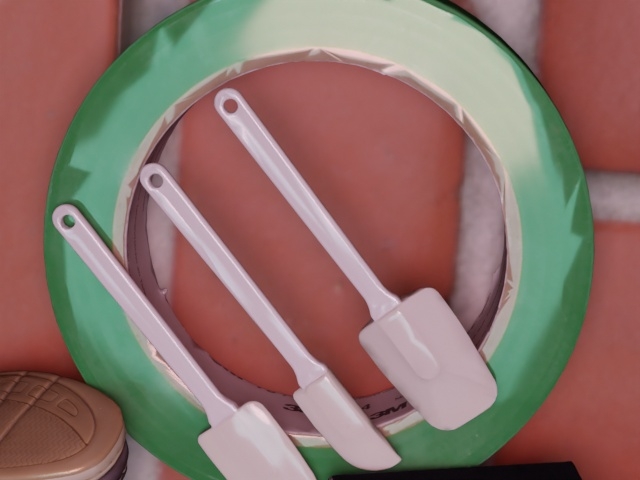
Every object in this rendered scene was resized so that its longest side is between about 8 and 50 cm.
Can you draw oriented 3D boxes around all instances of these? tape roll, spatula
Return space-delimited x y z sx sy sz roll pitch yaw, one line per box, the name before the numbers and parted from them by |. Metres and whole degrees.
tape roll | 0.000 0.000 1.019 0.321 0.077 0.321 1 101 3
spatula | -0.029 0.040 0.983 0.168 0.019 0.242 -35 97 16

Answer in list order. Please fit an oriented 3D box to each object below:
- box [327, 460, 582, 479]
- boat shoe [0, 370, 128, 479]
box | 0.080 0.244 1.003 0.153 0.108 0.207 -3 121 -8
boat shoe | -0.232 0.147 1.040 0.285 0.103 0.092 -7 121 24
